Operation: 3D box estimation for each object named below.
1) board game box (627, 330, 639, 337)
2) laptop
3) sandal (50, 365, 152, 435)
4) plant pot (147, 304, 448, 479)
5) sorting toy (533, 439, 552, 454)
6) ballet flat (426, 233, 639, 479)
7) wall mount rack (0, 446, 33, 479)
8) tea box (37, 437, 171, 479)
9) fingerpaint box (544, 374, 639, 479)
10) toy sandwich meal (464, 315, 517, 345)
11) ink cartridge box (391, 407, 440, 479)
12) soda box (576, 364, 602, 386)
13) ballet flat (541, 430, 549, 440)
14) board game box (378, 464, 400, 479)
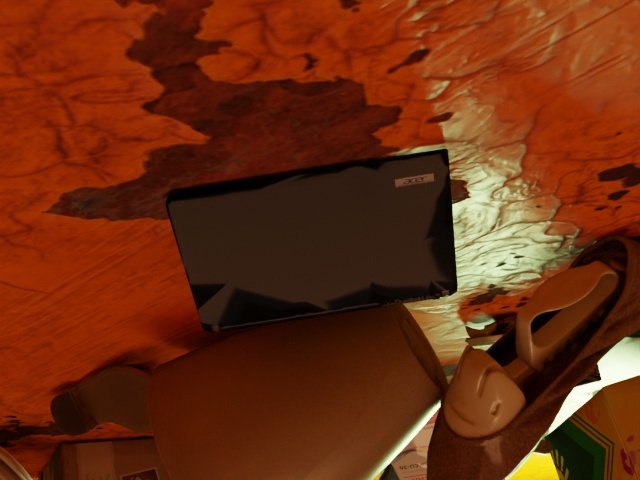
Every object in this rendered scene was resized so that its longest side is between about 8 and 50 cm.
[{"bbox_3d":[0.527,0.099,1.389,0.259,0.030,0.136,3,159,-25],"label":"board game box"},{"bbox_3d":[0.000,0.000,0.966,0.234,0.137,0.264,-8,-176,2],"label":"laptop"},{"bbox_3d":[-0.243,0.189,1.313,0.240,0.088,0.079,-18,-171,41],"label":"sandal"},{"bbox_3d":[-0.005,0.182,1.163,0.274,0.257,0.256,-32,154,11],"label":"plant pot"},{"bbox_3d":[0.199,0.328,1.746,0.307,0.041,0.229,13,167,-16],"label":"sorting toy"},{"bbox_3d":[0.217,0.120,1.073,0.342,0.116,0.124,-43,135,-2],"label":"ballet flat"},{"bbox_3d":[-0.450,0.437,1.530,0.130,0.304,0.350,-44,164,-27],"label":"wall mount rack"},{"bbox_3d":[-0.345,0.527,1.754,0.219,0.329,0.323,1,156,-24],"label":"tea box"},{"bbox_3d":[0.611,0.274,1.613,0.444,0.163,0.371,-16,160,-7],"label":"fingerpaint box"},{"bbox_3d":[0.222,0.114,1.321,0.085,0.029,0.085,-6,170,-1],"label":"toy sandwich meal"},{"bbox_3d":[0.161,0.304,1.589,0.115,0.067,0.198,-16,121,19],"label":"ink cartridge box"},{"bbox_3d":[0.317,0.161,1.428,0.053,0.060,0.169,-25,152,35],"label":"soda box"},{"bbox_3d":[0.365,0.319,1.827,0.091,0.077,0.241,-16,158,12],"label":"ballet flat"},{"bbox_3d":[0.169,0.399,1.832,0.194,0.194,0.060,4,132,-28],"label":"board game box"}]
